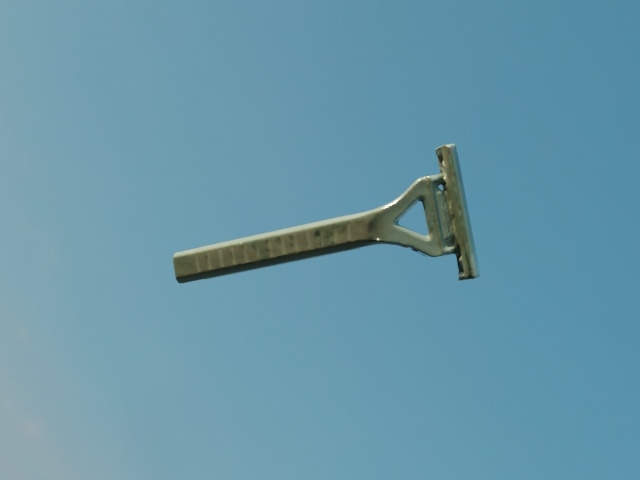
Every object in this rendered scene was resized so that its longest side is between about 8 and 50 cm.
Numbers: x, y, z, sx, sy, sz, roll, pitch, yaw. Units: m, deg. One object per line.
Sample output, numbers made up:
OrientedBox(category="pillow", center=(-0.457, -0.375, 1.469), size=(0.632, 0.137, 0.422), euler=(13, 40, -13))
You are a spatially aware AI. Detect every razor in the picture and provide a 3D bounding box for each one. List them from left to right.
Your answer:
OrientedBox(category="razor", center=(-0.006, 0.001, 1.195), size=(0.278, 0.056, 0.111), euler=(-12, -93, 25))
